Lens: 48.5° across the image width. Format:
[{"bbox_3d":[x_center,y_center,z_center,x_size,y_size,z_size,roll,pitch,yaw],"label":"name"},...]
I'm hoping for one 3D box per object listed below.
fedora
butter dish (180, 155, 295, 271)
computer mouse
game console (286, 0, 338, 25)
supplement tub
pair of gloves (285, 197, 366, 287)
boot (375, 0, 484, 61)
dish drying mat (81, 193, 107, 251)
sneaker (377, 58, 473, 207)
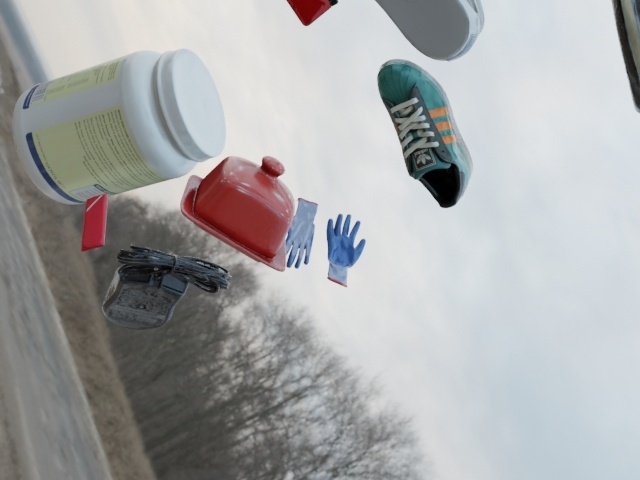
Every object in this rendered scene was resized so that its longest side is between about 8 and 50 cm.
[{"bbox_3d":[0.683,-0.425,1.427,0.334,0.152,0.334,34,50,-54],"label":"fedora"},{"bbox_3d":[-0.090,-0.059,0.941,0.160,0.118,0.160,31,17,-16],"label":"butter dish"},{"bbox_3d":[-0.284,0.074,1.211,0.272,0.188,0.072,-40,-139,48],"label":"computer mouse"},{"bbox_3d":[-0.029,-0.566,1.541,0.144,0.085,0.124,51,33,-34],"label":"game console"},{"bbox_3d":[-0.363,-0.210,1.307,0.235,0.324,0.235,-12,90,-74],"label":"supplement tub"},{"bbox_3d":[0.000,0.000,1.442,0.023,0.198,0.159,-34,-142,58],"label":"pair of gloves"},{"bbox_3d":[0.083,-0.310,0.775,0.258,0.095,0.123,53,30,-6],"label":"boot"},{"bbox_3d":[-0.290,-0.024,0.909,0.008,0.032,0.083,66,13,-52],"label":"dish drying mat"},{"bbox_3d":[0.195,-0.191,1.311,0.302,0.108,0.121,52,37,-28],"label":"sneaker"}]
